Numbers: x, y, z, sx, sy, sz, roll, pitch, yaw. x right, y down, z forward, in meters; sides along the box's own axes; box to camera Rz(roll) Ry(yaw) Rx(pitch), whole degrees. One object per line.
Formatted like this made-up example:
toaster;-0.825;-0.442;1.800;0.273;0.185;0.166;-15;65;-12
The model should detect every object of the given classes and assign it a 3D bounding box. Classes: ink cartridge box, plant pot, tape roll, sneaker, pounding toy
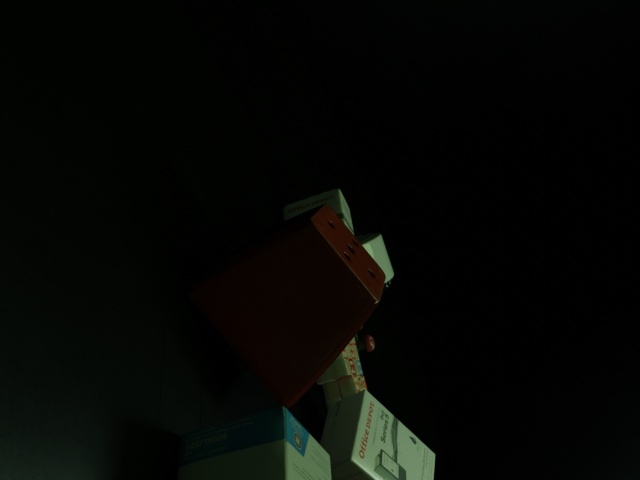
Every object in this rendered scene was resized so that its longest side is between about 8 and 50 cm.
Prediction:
ink cartridge box;0.000;0.000;1.738;0.100;0.171;0.237;57;19;-48
ink cartridge box;-0.085;0.381;0.877;0.233;0.168;0.171;-95;162;-44
plant pot;-0.031;0.086;1.175;0.267;0.235;0.267;51;15;-3
tape roll;0.017;0.072;1.462;0.286;0.286;0.100;-35;107;-77
sneaker;-0.104;0.210;1.245;0.188;0.071;0.066;7;67;-77
pounding toy;0.092;0.256;1.931;0.237;0.110;0.183;-92;160;-49
ink cartridge box;0.131;0.508;1.494;0.273;0.114;0.198;45;34;-19

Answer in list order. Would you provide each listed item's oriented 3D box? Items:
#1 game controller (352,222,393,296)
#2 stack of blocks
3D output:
game controller;0.067;0.061;1.784;0.067;0.166;0.319;32;16;-44
stack of blocks;0.048;0.337;1.685;0.171;0.087;0.297;35;39;-69
